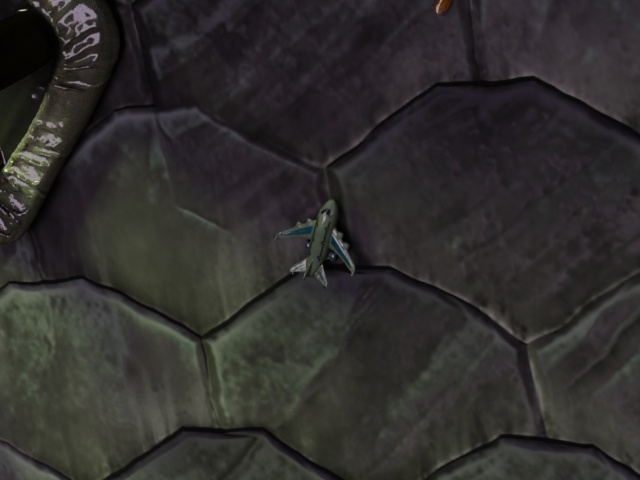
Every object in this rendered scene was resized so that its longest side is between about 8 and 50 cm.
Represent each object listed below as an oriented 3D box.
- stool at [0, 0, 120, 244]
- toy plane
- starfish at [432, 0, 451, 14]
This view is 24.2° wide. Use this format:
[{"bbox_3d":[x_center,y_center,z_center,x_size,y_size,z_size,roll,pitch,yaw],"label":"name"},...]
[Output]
[{"bbox_3d":[-0.390,-0.151,1.365,0.310,0.226,0.310,36,119,11],"label":"stool"},{"bbox_3d":[0.001,-0.001,1.334,0.080,0.033,0.083,25,111,18],"label":"toy plane"},{"bbox_3d":[-0.069,-0.276,1.150,0.293,0.301,0.084,16,81,25],"label":"starfish"}]
